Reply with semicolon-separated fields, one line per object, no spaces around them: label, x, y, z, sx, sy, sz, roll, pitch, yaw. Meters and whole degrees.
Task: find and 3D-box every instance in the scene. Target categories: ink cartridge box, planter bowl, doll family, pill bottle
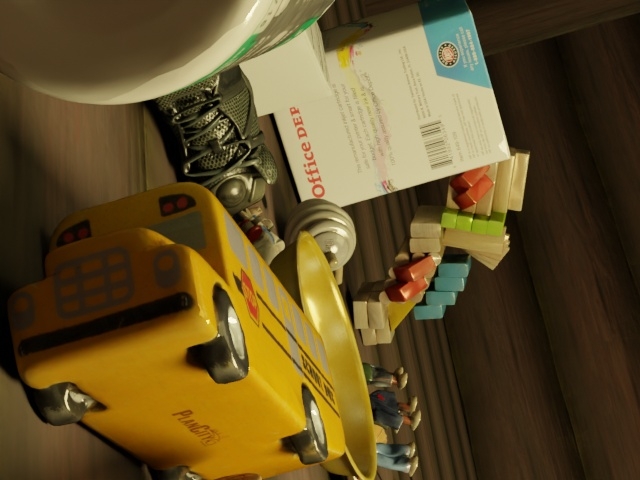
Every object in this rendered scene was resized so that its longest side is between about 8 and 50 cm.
ink cartridge box;0.082;-0.181;1.718;0.197;0.270;0.198;-84;158;-71
planter bowl;-0.026;0.107;1.113;0.217;0.090;0.217;-16;90;-82
doll family;0.035;0.177;1.361;0.193;0.111;0.076;-117;-138;-72
pill bottle;-0.083;-0.206;0.821;0.361;0.204;0.204;-51;126;-73

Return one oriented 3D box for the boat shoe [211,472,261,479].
boat shoe;-0.066;0.190;0.684;0.285;0.103;0.092;-23;93;-87

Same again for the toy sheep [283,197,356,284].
toy sheep;0.000;0.000;1.498;0.132;0.091;0.091;-126;-166;-57

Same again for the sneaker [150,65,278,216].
sneaker;-0.088;-0.095;1.076;0.227;0.087;0.130;63;7;-76

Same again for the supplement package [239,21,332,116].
supplement package;-0.065;-0.230;1.401;0.179;0.105;0.105;65;13;-51

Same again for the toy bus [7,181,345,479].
toy bus;-0.074;0.068;0.808;0.333;0.108;0.130;58;19;-63

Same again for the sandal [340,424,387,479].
sandal;0.046;0.216;1.490;0.219;0.060;0.090;-65;140;-77

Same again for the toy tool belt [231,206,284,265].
toy tool belt;-0.069;-0.007;1.215;0.051;0.052;0.083;44;-8;23

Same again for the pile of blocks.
pile of blocks;0.167;0.026;1.833;0.149;0.362;0.112;32;23;0
